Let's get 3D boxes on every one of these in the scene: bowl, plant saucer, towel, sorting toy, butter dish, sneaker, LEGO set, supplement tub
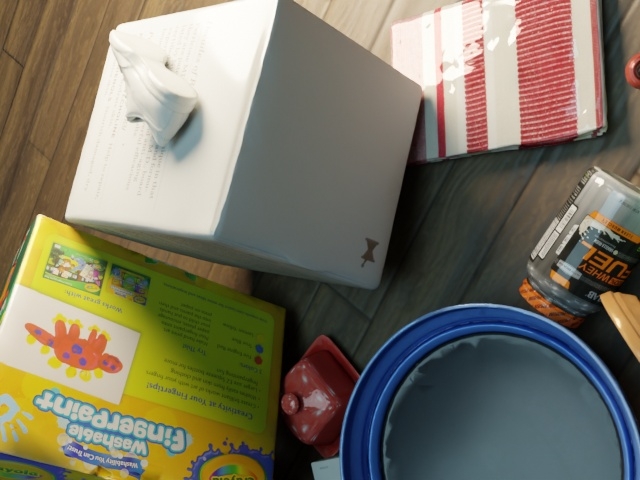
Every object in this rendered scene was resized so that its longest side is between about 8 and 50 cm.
[{"bbox_3d":[0.212,0.278,0.975,0.390,0.077,0.392,-8,75,29],"label":"bowl"},{"bbox_3d":[0.399,0.139,0.885,0.037,0.200,0.200,-36,67,17],"label":"plant saucer"},{"bbox_3d":[0.250,-0.245,1.117,0.328,0.037,0.237,-5,85,37],"label":"towel"},{"bbox_3d":[0.440,-0.234,0.971,0.101,0.042,0.061,-23,90,23],"label":"sorting toy"},{"bbox_3d":[-0.017,0.262,1.250,0.160,0.118,0.160,48,116,28],"label":"butter dish"},{"bbox_3d":[-0.242,-0.206,1.021,0.212,0.080,0.094,52,124,40],"label":"sneaker"},{"bbox_3d":[0.326,0.260,1.009,0.093,0.087,0.227,-17,71,33],"label":"LEGO set"},{"bbox_3d":[0.346,0.011,0.980,0.117,0.117,0.191,41,113,32],"label":"supplement tub"}]

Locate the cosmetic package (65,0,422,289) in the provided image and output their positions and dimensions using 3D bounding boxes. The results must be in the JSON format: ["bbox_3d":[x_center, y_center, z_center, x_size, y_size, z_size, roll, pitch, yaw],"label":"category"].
[{"bbox_3d":[-0.118,-0.132,1.159,0.393,0.329,0.328,7,81,44],"label":"cosmetic package"}]

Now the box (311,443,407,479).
[{"bbox_3d":[0.105,0.401,1.149,0.181,0.119,0.181,-23,74,34],"label":"box"}]

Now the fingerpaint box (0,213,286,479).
[{"bbox_3d":[-0.291,0.221,1.178,0.163,0.444,0.371,-42,35,42],"label":"fingerpaint box"}]
